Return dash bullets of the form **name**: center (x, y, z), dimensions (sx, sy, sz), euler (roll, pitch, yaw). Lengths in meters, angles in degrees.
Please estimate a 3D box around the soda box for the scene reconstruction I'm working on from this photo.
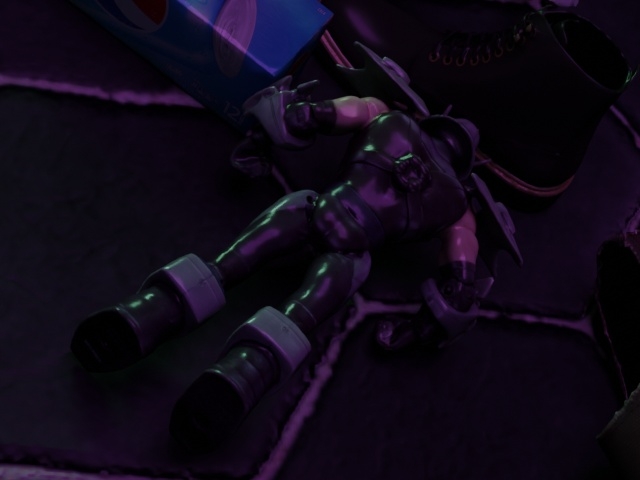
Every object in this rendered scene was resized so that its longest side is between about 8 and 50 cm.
- **soda box**: center (-0.101, -0.164, 1.125), dimensions (0.210, 0.067, 0.071), euler (37, 54, 4)

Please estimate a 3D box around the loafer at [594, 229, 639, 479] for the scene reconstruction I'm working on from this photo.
- **loafer**: center (0.214, 0.140, 1.041), dimensions (0.130, 0.134, 0.366), euler (9, 47, -12)

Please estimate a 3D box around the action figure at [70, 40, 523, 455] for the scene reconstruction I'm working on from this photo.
- **action figure**: center (0.000, 0.000, 1.044), dimensions (0.185, 0.099, 0.285), euler (47, 55, 9)

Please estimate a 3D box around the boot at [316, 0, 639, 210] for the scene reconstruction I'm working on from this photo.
- **boot**: center (0.096, -0.122, 1.136), dimensions (0.198, 0.137, 0.077), euler (34, 54, 2)

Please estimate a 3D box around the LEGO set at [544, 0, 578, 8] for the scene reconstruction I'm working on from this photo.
- **LEGO set**: center (0.047, -0.232, 1.146), dimensions (0.287, 0.107, 0.132), euler (5, 38, -30)
